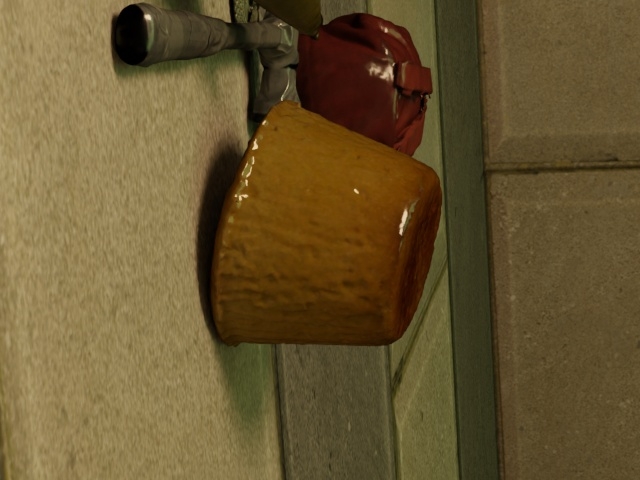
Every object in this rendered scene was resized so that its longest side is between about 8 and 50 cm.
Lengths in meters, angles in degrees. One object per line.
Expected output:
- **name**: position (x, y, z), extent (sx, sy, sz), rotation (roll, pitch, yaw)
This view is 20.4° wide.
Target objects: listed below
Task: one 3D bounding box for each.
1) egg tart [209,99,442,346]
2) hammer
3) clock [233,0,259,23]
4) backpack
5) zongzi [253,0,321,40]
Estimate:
- **egg tart**: position (0.000, 0.000, 1.474), extent (0.215, 0.171, 0.215), rotation (15, 90, -76)
- **hammer**: position (-0.077, -0.152, 1.398), extent (0.427, 0.044, 0.152), rotation (-33, 127, -75)
- **clock**: position (-0.066, -0.210, 1.562), extent (0.083, 0.010, 0.074), rotation (29, 62, -77)
- **backpack**: position (0.043, -0.128, 1.769), extent (0.229, 0.139, 0.229), rotation (-1, 90, -74)
- **zongzi**: position (-0.046, -0.294, 1.336), extent (0.256, 0.115, 0.228), rotation (34, 53, -60)
